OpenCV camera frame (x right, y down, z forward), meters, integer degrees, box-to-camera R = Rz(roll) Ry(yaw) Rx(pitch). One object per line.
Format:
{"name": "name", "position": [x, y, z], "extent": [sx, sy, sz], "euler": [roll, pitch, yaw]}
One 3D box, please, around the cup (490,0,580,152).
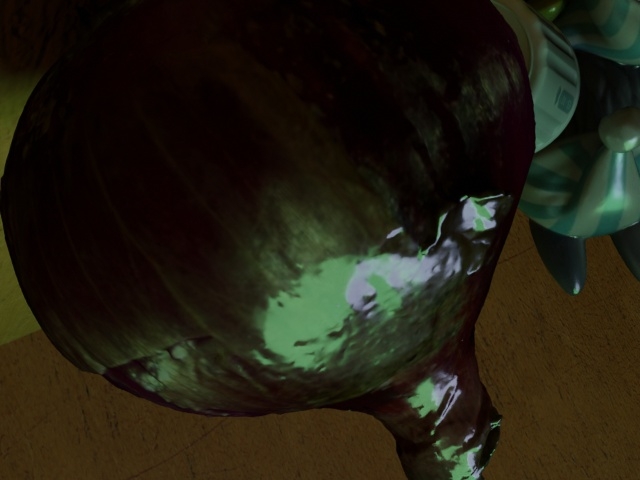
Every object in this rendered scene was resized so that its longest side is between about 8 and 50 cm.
{"name": "cup", "position": [0.173, -0.143, 1.014], "extent": [0.167, 0.221, 0.202], "euler": [-9, 179, 20]}

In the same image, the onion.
{"name": "onion", "position": [0.000, 0.000, 0.633], "extent": [0.348, 0.385, 0.348], "euler": [-31, -169, 7]}

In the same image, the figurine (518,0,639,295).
{"name": "figurine", "position": [0.368, -0.131, 1.189], "extent": [0.266, 0.377, 0.361], "euler": [-23, 177, -28]}
